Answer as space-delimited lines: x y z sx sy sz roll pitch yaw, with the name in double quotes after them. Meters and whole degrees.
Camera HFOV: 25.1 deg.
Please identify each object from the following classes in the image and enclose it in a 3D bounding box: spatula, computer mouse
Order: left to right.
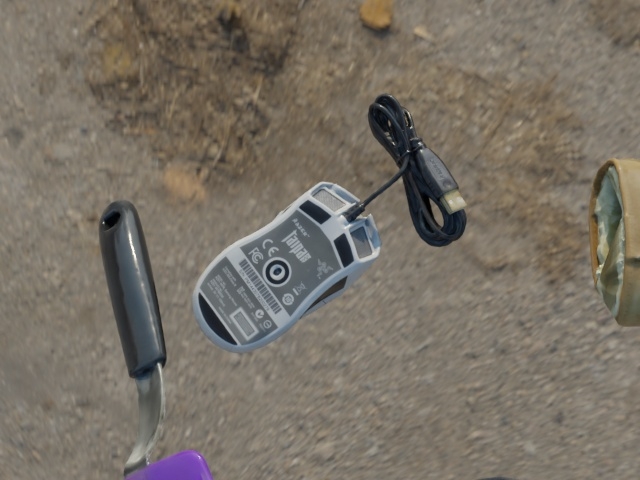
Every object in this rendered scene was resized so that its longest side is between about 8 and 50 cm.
-0.098 0.087 0.795 0.084 0.030 0.296 -32 45 17 "spatula"
0.000 0.000 0.940 0.193 0.042 0.106 -36 81 7 "computer mouse"

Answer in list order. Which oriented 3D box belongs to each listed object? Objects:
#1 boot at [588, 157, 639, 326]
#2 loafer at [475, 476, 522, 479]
0.347 0.061 1.122 0.270 0.089 0.236 5 67 -16 "boot"
0.009 0.239 0.828 0.303 0.109 0.095 -22 113 -15 "loafer"
